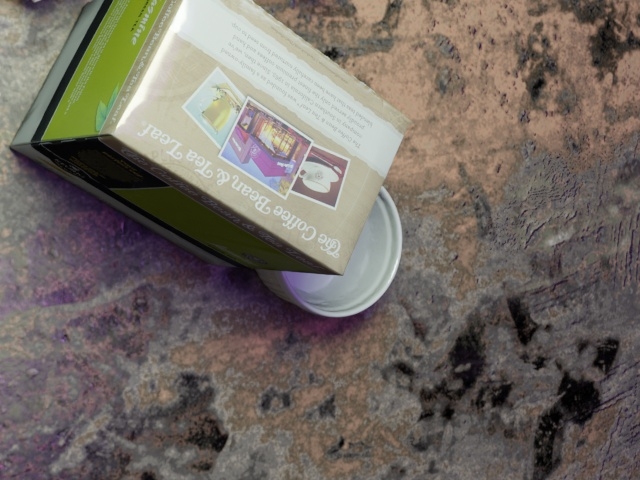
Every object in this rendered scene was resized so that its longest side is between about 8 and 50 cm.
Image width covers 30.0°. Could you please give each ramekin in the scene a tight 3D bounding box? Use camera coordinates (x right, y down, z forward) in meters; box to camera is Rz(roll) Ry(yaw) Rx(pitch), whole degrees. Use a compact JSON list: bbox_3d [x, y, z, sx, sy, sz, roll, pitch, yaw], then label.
[{"bbox_3d":[0.000,0.000,1.651,0.207,0.109,0.207,-2,94,-33],"label":"ramekin"}]

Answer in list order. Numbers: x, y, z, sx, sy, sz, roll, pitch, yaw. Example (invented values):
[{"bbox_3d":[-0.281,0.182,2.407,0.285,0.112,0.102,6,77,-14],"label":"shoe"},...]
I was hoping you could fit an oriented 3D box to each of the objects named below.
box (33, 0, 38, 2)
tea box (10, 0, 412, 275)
[{"bbox_3d":[-0.351,-0.428,1.322,0.300,0.142,0.154,45,50,-39],"label":"box"},{"bbox_3d":[-0.135,-0.127,1.427,0.329,0.324,0.220,32,75,-31],"label":"tea box"}]
